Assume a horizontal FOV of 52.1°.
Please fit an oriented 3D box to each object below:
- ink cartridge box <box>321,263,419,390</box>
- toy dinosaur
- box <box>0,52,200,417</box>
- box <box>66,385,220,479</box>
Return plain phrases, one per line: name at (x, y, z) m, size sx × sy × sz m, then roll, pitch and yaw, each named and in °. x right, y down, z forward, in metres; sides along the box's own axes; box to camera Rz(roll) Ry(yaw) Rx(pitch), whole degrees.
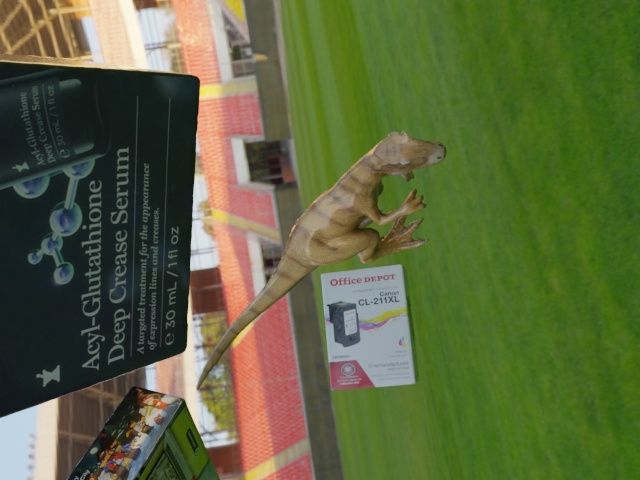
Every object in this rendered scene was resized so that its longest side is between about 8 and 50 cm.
ink cartridge box at (0.074, 0.130, 0.983) m, size 0.072 × 0.127 × 0.175 m, roll 34°, pitch -130°, yaw -75°
toy dinosaur at (0.000, 0.000, 0.408) m, size 0.211 × 0.112 × 0.064 m, roll -51°, pitch 62°, yaw 33°
box at (-0.323, -0.015, 0.570) m, size 0.395 × 0.212 × 0.294 m, roll -14°, pitch -66°, yaw -51°
box at (-0.120, 0.239, 0.457) m, size 0.159 × 0.044 × 0.233 m, roll -60°, pitch -31°, yaw -44°
